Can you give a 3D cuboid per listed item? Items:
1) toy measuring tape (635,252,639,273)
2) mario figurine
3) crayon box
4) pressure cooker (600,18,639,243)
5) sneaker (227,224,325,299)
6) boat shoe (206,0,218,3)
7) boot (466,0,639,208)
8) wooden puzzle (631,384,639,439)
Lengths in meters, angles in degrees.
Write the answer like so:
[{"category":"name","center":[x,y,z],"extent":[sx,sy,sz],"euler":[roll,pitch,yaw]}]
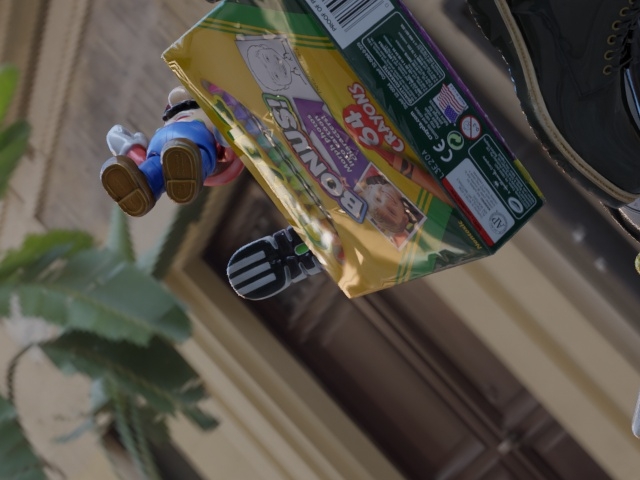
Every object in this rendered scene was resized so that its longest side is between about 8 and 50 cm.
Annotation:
[{"category":"toy measuring tape","center":[0.536,0.071,1.885],"extent":[0.121,0.330,0.121],"euler":[-16,-62,-31]},{"category":"mario figurine","center":[-0.193,-0.142,1.899],"extent":[0.320,0.198,0.170],"euler":[-62,-9,-71]},{"category":"crayon box","center":[0.023,-0.124,1.539],"extent":[0.106,0.363,0.313],"euler":[-42,9,-28]},{"category":"pressure cooker","center":[0.425,-0.161,1.295],"extent":[0.420,0.370,0.376],"euler":[-18,-45,-39]},{"category":"sneaker","center":[0.000,0.000,2.104],"extent":[0.281,0.106,0.162],"euler":[-20,-1,2]},{"category":"boat shoe","center":[-0.121,-0.426,2.137],"extent":[0.120,0.122,0.324],"euler":[-35,10,13]},{"category":"boot","center":[0.184,-0.125,0.873],"extent":[0.137,0.198,0.077],"euler":[-26,16,37]},{"category":"wooden puzzle","center":[0.572,0.122,1.706],"extent":[0.080,0.347,0.322],"euler":[46,-123,-59]}]
